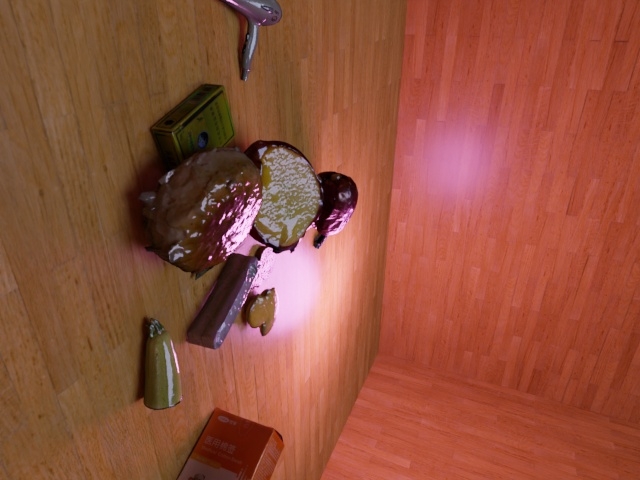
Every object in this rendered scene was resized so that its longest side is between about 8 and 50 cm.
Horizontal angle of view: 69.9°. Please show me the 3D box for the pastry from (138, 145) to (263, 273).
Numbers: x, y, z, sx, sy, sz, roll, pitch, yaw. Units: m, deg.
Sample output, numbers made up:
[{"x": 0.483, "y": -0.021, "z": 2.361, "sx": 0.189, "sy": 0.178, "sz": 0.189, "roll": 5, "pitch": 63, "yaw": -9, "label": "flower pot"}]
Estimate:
[{"x": -0.251, "y": -0.070, "z": 1.055, "sx": 0.330, "sy": 0.136, "sz": 0.330, "roll": -46, "pitch": 162, "yaw": -20, "label": "pastry"}]

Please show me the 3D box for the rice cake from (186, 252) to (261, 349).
[{"x": -0.268, "y": 0.164, "z": 1.300, "sx": 0.298, "sy": 0.106, "sz": 0.050, "roll": -66, "pitch": 147, "yaw": -31, "label": "rice cake"}]

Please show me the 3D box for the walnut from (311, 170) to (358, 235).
[{"x": 0.022, "y": -0.140, "z": 1.802, "sx": 0.243, "sy": 0.221, "sz": 0.269, "roll": -16, "pitch": 129, "yaw": -32, "label": "walnut"}]

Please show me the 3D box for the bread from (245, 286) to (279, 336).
[{"x": -0.210, "y": 0.250, "z": 1.580, "sx": 0.149, "sy": 0.065, "sz": 0.188, "roll": -37, "pitch": 139, "yaw": -46, "label": "bread"}]

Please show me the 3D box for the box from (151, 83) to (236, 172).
[{"x": -0.290, "y": -0.254, "z": 1.079, "sx": 0.141, "sy": 0.064, "sz": 0.220, "roll": 84, "pitch": 28, "yaw": -44, "label": "box"}]

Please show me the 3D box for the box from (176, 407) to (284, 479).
[{"x": -0.283, "y": 0.709, "z": 1.379, "sx": 0.143, "sy": 0.224, "sz": 0.341, "roll": 78, "pitch": 31, "yaw": -45, "label": "box"}]

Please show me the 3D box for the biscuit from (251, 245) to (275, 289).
[{"x": -0.203, "y": 0.089, "z": 1.548, "sx": 0.175, "sy": 0.026, "sz": 0.124, "roll": -53, "pitch": 147, "yaw": -50, "label": "biscuit"}]

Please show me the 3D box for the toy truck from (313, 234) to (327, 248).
[{"x": 0.000, "y": 0.000, "z": 2.033, "sx": 0.083, "sy": 0.039, "sz": 0.044, "roll": -54, "pitch": 165, "yaw": -46, "label": "toy truck"}]

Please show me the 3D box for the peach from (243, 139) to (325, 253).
[{"x": -0.150, "y": -0.153, "z": 1.328, "sx": 0.257, "sy": 0.201, "sz": 0.362, "roll": -40, "pitch": 135, "yaw": -18, "label": "peach"}]

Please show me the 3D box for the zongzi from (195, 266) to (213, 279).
[{"x": -0.297, "y": 0.051, "z": 1.256, "sx": 0.119, "sy": 0.055, "sz": 0.109, "roll": -61, "pitch": 173, "yaw": 5, "label": "zongzi"}]

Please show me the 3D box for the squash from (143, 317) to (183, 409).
[{"x": -0.388, "y": 0.288, "z": 1.096, "sx": 0.094, "sy": 0.094, "sz": 0.224, "roll": -32, "pitch": 123, "yaw": -64, "label": "squash"}]

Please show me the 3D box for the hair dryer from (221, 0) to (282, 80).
[{"x": -0.204, "y": -0.556, "z": 1.166, "sx": 0.225, "sy": 0.088, "sz": 0.219, "roll": -63, "pitch": 153, "yaw": 1, "label": "hair dryer"}]
